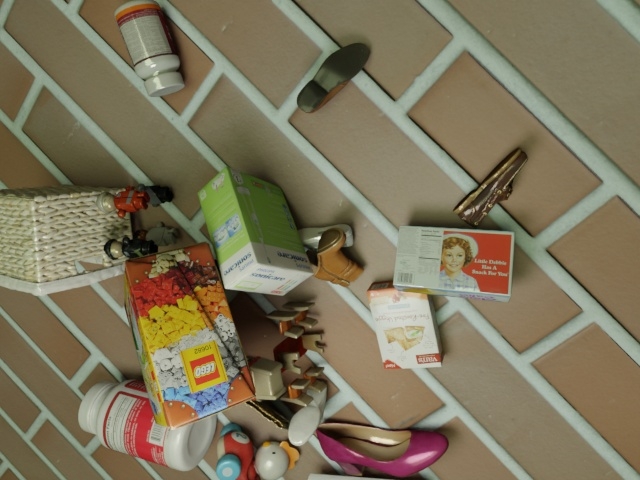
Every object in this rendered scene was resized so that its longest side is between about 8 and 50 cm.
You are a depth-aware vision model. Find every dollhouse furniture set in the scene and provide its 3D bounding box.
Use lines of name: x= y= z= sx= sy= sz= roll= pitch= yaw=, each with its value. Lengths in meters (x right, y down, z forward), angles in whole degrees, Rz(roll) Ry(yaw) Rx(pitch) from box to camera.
dollhouse furniture set: x=-0.109 y=0.324 z=1.326 sx=0.135 sy=0.259 sz=0.261 roll=0 pitch=104 yaw=32

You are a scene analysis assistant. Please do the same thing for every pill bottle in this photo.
pill bottle: x=-0.571 y=0.589 z=1.590 sx=0.408 sy=0.229 sz=0.228 roll=7 pitch=108 yaw=19
pill bottle: x=-0.446 y=-0.503 z=1.277 sx=0.121 sy=0.121 sz=0.221 roll=-15 pitch=101 yaw=23

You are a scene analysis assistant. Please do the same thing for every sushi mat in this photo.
sushi mat: x=-0.145 y=0.502 z=1.394 sx=0.152 sy=0.316 sz=0.019 roll=30 pitch=72 yaw=16

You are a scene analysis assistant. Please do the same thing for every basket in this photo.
basket: x=-0.779 y=-0.020 z=1.420 sx=0.332 sy=0.328 sz=0.266 roll=6 pitch=102 yaw=28

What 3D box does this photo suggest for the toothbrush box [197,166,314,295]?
toothbrush box: x=-0.163 y=-0.019 z=1.211 sx=0.122 sy=0.206 sz=0.283 roll=-37 pitch=61 yaw=25

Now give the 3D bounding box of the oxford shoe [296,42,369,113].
oxford shoe: x=0.030 y=-0.392 z=1.170 sx=0.212 sy=0.076 sz=0.076 roll=-40 pitch=88 yaw=9

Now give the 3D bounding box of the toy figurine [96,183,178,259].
toy figurine: x=-0.524 y=-0.056 z=1.390 sx=0.148 sy=0.209 sz=0.212 roll=-3 pitch=105 yaw=11

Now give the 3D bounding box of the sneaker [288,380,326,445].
sneaker: x=-0.025 y=0.508 z=1.376 sx=0.080 sy=0.212 sz=0.094 roll=6 pitch=122 yaw=20

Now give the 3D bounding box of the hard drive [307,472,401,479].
hard drive: x=0.158 y=0.800 z=1.456 sx=0.354 sy=0.047 sz=0.232 roll=-7 pitch=119 yaw=21

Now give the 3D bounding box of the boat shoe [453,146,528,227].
boat shoe: x=0.401 y=-0.118 z=1.111 sx=0.073 sy=0.073 sz=0.207 roll=41 pitch=122 yaw=3

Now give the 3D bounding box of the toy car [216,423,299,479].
toy car: x=-0.189 y=0.684 z=1.525 sx=0.238 sy=0.219 sz=0.210 roll=-16 pitch=100 yaw=-6

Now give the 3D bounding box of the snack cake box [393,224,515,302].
snack cake box: x=0.315 y=0.053 z=1.149 sx=0.265 sy=0.089 sz=0.152 roll=4 pitch=75 yaw=19

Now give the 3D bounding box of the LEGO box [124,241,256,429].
LEGO box: x=-0.364 y=0.266 z=1.249 sx=0.500 sy=0.193 sz=0.372 roll=-42 pitch=65 yaw=62

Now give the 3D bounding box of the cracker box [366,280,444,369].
cracker box: x=0.225 y=0.221 z=1.276 sx=0.156 sy=0.067 sz=0.232 roll=-10 pitch=103 yaw=22

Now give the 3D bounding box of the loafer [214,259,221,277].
loafer: x=-0.283 y=0.084 z=1.434 sx=0.170 sy=0.062 sz=0.061 roll=-9 pitch=125 yaw=26

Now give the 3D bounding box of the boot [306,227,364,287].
boot: x=0.052 y=0.048 z=1.252 sx=0.153 sy=0.072 sz=0.197 roll=28 pitch=143 yaw=-19

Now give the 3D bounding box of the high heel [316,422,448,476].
high heel: x=0.161 y=0.567 z=1.364 sx=0.377 sy=0.127 sz=0.181 roll=-29 pitch=105 yaw=28

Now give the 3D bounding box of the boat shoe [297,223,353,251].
boat shoe: x=0.000 y=0.000 z=1.299 sx=0.184 sy=0.066 sz=0.063 roll=-10 pitch=122 yaw=15

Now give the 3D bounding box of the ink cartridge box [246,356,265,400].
ink cartridge box: x=-0.242 y=0.422 z=1.510 sx=0.182 sy=0.061 sz=0.104 roll=8 pitch=108 yaw=18
